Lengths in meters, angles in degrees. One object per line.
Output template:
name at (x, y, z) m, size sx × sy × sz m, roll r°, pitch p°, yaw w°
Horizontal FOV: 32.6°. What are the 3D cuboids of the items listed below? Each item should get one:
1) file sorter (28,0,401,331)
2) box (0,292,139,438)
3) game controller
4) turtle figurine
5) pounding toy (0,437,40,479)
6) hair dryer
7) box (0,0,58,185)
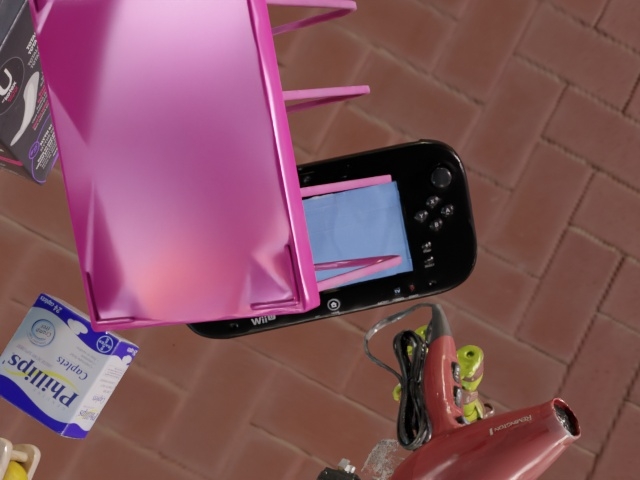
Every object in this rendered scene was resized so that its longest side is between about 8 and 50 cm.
file sorter at (-0.070, -0.096, 0.844) m, size 0.202 × 0.182 × 0.290 m, roll -8°, pitch 94°, yaw 33°
box at (-0.321, 0.156, 1.361) m, size 0.126 × 0.072 × 0.137 m, roll 29°, pitch 84°, yaw 14°
game controller at (0.000, 0.000, 1.127) m, size 0.319 × 0.067 × 0.166 m, roll -12°, pitch 99°, yaw -1°
turtle figurine at (0.180, 0.221, 1.379) m, size 0.087 × 0.269 × 0.217 m, roll -26°, pitch 128°, yaw -17°
pounding toy at (-0.312, 0.298, 0.919) m, size 0.154 × 0.155 × 0.269 m, roll 8°, pitch 75°, yaw 10°
hair dryer at (0.102, 0.156, 0.963) m, size 0.080 × 0.294 × 0.223 m, roll 27°, pitch 76°, yaw -35°
box at (-0.371, -0.193, 1.218) m, size 0.143 × 0.270 × 0.165 m, roll 22°, pitch 76°, yaw 6°
